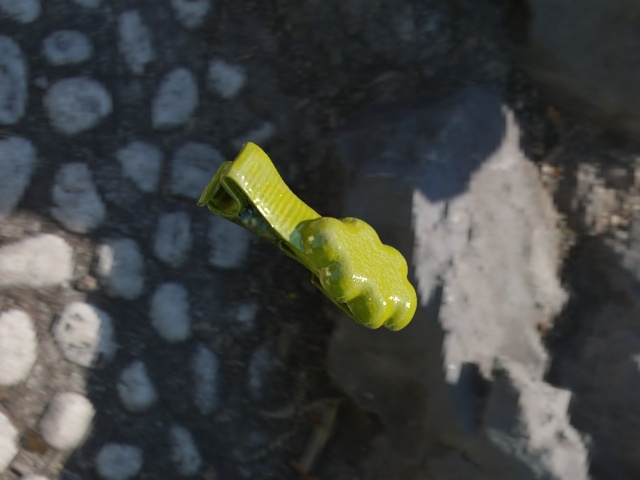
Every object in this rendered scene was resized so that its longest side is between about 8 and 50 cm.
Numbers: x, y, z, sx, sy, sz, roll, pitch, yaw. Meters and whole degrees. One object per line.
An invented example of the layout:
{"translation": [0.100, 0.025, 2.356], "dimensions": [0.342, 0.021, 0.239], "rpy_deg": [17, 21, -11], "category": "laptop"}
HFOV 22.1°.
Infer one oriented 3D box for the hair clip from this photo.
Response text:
{"translation": [0.000, 0.000, 1.152], "dimensions": [0.173, 0.046, 0.072], "rpy_deg": [39, 46, -8], "category": "hair clip"}
